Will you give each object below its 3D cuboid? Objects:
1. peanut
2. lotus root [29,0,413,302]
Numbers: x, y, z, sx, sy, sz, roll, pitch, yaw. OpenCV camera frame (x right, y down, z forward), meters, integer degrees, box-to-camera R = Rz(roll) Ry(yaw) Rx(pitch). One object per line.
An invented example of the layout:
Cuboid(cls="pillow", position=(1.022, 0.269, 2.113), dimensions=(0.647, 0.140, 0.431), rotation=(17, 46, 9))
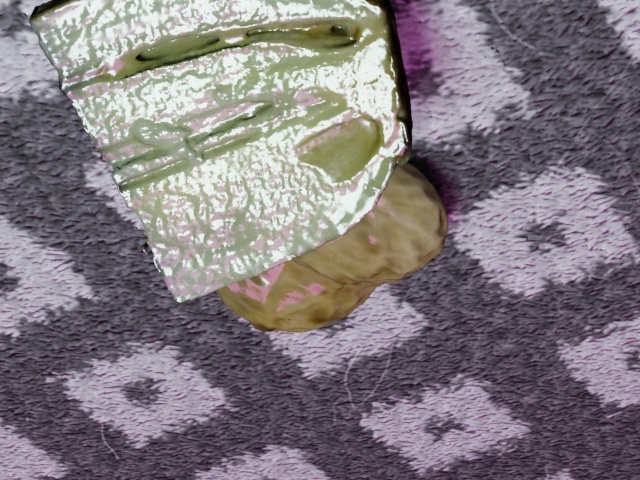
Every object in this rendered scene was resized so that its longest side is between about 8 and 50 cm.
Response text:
Cuboid(cls="peanut", position=(0.000, 0.000, 1.352), dimensions=(0.197, 0.110, 0.233), rotation=(27, 132, -32))
Cuboid(cls="lotus root", position=(-0.053, -0.129, 1.176), dimensions=(0.260, 0.149, 0.267), rotation=(-22, 109, 13))
